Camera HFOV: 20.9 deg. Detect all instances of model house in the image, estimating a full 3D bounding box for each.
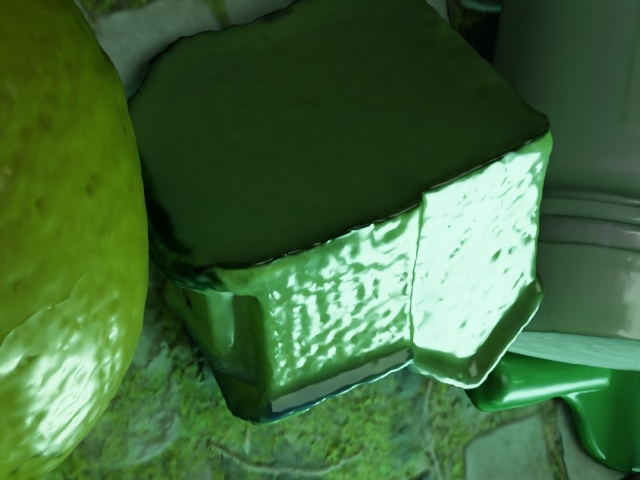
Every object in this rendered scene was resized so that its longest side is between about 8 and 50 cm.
[{"bbox_3d":[0.000,0.000,0.952,0.214,0.195,0.189,-26,133,-17],"label":"model house"}]

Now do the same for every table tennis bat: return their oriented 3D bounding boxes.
[{"bbox_3d":[0.196,0.083,1.159,0.257,0.039,0.160,-2,102,-38],"label":"table tennis bat"}]

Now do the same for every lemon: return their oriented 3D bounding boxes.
[{"bbox_3d":[-0.197,-0.014,0.736,0.260,0.260,0.284,-16,128,-34],"label":"lemon"}]

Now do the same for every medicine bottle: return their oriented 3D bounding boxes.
[{"bbox_3d":[0.183,-0.075,1.044,0.170,0.170,0.293,17,78,-36],"label":"medicine bottle"}]
